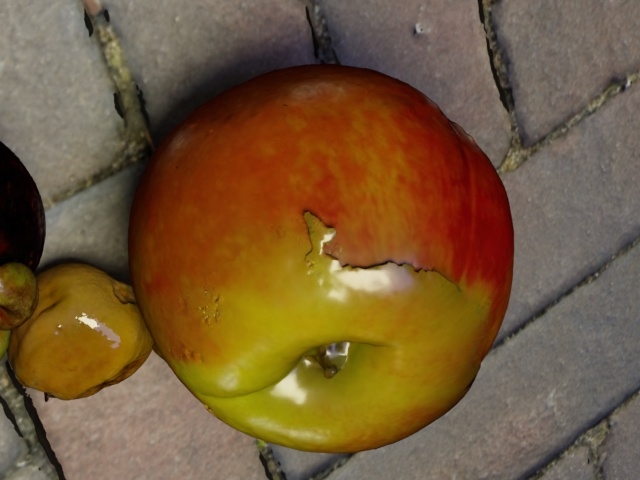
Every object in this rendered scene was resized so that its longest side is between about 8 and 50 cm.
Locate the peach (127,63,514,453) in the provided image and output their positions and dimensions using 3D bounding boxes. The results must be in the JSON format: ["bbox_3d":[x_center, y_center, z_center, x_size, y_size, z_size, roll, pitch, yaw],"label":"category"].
[{"bbox_3d":[0.000,0.000,1.104,0.370,0.370,0.370,-12,112,-32],"label":"peach"}]

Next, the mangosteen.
[{"bbox_3d":[-0.313,-0.002,0.976,0.210,0.210,0.209,-12,112,-32],"label":"mangosteen"}]

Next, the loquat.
[{"bbox_3d":[-0.221,0.088,1.131,0.137,0.113,0.137,-20,137,-20],"label":"loquat"}]
